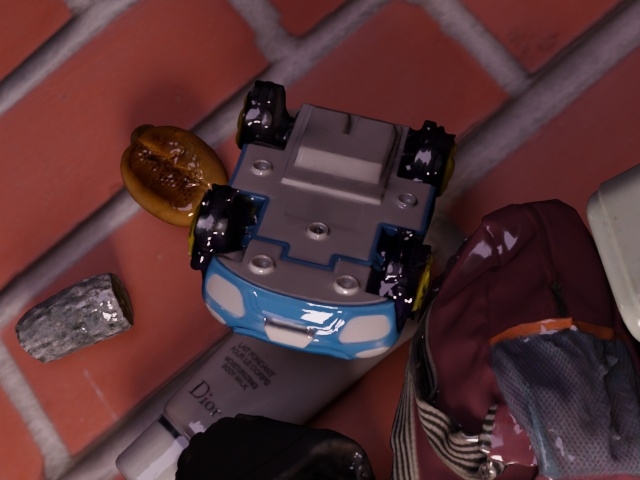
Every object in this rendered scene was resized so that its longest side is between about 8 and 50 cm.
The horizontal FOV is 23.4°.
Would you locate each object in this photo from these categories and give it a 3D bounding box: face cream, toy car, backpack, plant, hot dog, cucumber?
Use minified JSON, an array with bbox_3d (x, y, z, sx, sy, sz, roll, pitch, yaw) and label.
[{"bbox_3d":[-0.043,0.123,1.383,0.314,0.089,0.143,-41,58,-12],"label":"face cream"},{"bbox_3d":[0.000,0.000,1.312,0.198,0.166,0.314,12,39,4],"label":"toy car"},{"bbox_3d":[0.153,0.121,1.192,0.197,0.283,0.317,-1,49,-11],"label":"backpack"},{"bbox_3d":[-0.029,0.230,1.219,0.164,0.142,0.256,-27,23,-13],"label":"plant"},{"bbox_3d":[-0.148,-0.066,1.515,0.140,0.060,0.090,34,80,24],"label":"hot dog"},{"bbox_3d":[-0.237,0.076,1.485,0.112,0.064,0.064,-24,61,11],"label":"cucumber"}]

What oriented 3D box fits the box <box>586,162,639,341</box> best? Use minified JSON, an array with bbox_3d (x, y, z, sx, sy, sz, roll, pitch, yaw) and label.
[{"bbox_3d":[0.331,0.020,1.140,0.182,0.312,0.175,-26,60,20],"label":"box"}]
